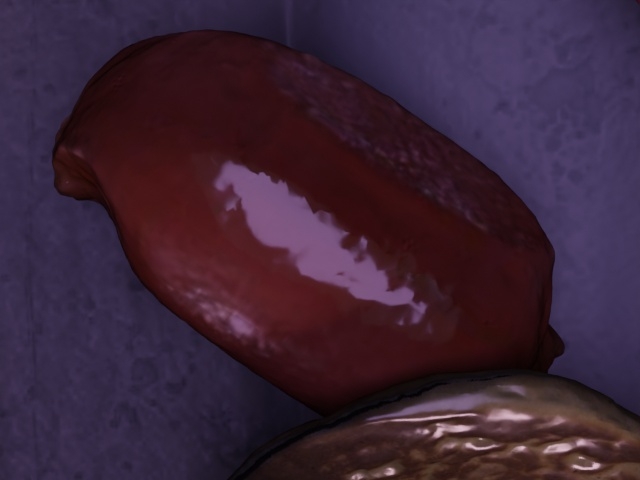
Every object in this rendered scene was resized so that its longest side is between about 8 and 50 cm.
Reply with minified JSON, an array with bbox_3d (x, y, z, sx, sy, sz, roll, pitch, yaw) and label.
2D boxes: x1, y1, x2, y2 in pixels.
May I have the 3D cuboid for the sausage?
[{"bbox_3d":[0.000,0.000,0.827,0.254,0.148,0.148,35,94,-11],"label":"sausage"}]

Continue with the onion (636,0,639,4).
[{"bbox_3d":[0.219,-0.147,0.802,0.177,0.177,0.153,33,126,-3],"label":"onion"}]

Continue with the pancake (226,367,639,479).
[{"bbox_3d":[0.061,0.145,0.833,0.250,0.031,0.250,-2,133,-3],"label":"pancake"}]
